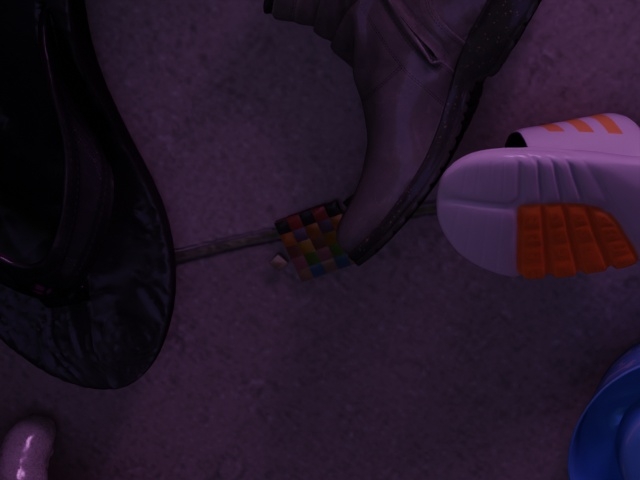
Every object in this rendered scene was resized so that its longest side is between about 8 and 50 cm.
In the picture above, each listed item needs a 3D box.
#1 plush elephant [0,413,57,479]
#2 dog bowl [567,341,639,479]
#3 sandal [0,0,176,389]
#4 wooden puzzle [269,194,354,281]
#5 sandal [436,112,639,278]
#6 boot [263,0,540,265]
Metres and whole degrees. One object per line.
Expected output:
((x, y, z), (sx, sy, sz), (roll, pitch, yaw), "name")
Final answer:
((-0.252, 0.245, 1.200), (0.330, 0.255, 0.272), (61, 159, 16), "plush elephant")
((0.314, 0.171, 1.139), (0.297, 0.074, 0.166), (31, 116, -4), "dog bowl")
((-0.217, -0.085, 1.101), (0.167, 0.107, 0.446), (-7, 113, 14), "sandal")
((0.000, 0.000, 1.156), (0.083, 0.006, 0.049), (-19, 110, 18), "wooden puzzle")
((0.199, -0.035, 1.072), (0.265, 0.076, 0.102), (0, 131, -12), "sandal")
((0.031, -0.120, 1.065), (0.161, 0.083, 0.246), (30, 111, 4), "boot")
